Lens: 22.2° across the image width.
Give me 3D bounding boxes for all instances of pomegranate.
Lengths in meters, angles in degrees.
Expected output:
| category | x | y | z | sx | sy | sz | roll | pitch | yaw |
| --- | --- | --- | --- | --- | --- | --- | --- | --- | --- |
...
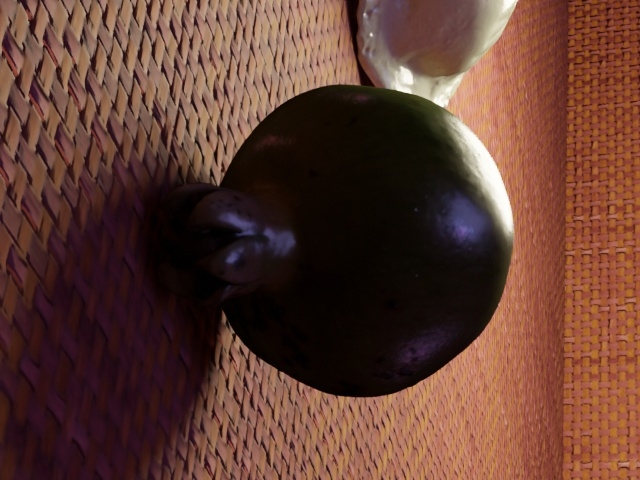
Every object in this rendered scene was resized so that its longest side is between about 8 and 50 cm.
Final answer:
| category | x | y | z | sx | sy | sz | roll | pitch | yaw |
| --- | --- | --- | --- | --- | --- | --- | --- | --- | --- |
| pomegranate | 0.010 | -0.011 | 0.910 | 0.210 | 0.179 | 0.179 | 42 | 46 | -54 |

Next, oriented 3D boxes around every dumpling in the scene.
| category | x | y | z | sx | sy | sz | roll | pitch | yaw |
| --- | --- | --- | --- | --- | --- | --- | --- | --- | --- |
| dumpling | 0.106 | -0.190 | 1.433 | 0.216 | 0.126 | 0.166 | -61 | 161 | -70 |
